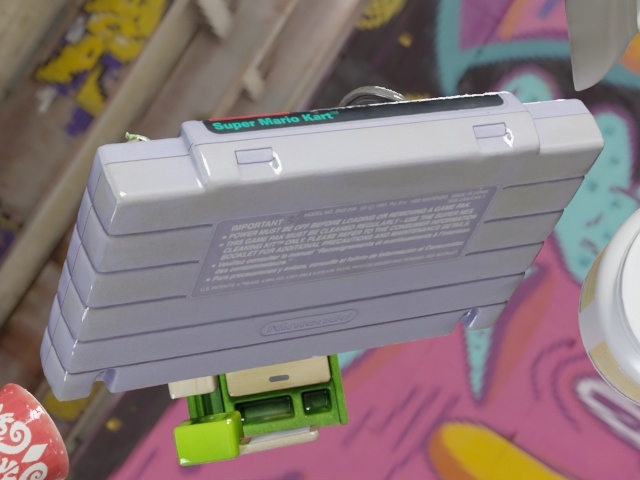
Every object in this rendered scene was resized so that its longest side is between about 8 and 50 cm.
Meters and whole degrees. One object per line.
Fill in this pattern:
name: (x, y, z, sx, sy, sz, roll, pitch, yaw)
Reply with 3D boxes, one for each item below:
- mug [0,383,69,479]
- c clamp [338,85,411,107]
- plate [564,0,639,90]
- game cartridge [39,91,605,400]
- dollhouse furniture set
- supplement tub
mug: (-0.357, 0.238, 1.645, 0.169, 0.113, 0.150, -32, -2, -33)
c clamp: (0.069, -0.057, 1.238, 0.137, 0.161, 0.022, -9, 45, 59)
plate: (0.249, -0.280, 1.232, 0.277, 0.045, 0.278, 64, -132, -67)
game cartridge: (0.000, 0.000, 1.121, 0.355, 0.068, 0.230, -7, -39, -27)
dollhouse furniture set: (-0.073, 0.042, 1.539, 0.197, 0.151, 0.301, 18, -118, -88)
supplement tub: (0.420, 0.071, 1.840, 0.241, 0.241, 0.331, -57, -7, -4)
